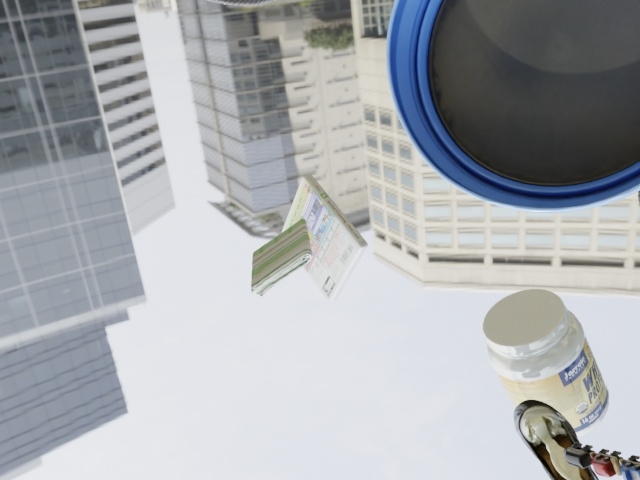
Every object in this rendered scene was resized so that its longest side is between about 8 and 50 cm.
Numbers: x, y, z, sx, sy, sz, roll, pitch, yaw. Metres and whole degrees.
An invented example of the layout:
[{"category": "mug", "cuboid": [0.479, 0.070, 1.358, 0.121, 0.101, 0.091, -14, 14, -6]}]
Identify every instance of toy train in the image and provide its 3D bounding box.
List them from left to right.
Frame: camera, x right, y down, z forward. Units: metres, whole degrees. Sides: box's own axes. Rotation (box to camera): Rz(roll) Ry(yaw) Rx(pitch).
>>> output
[{"category": "toy train", "cuboid": [0.360, 0.280, 0.808, 0.036, 0.027, 0.158, -17, 176, -18]}]

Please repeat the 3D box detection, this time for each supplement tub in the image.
[{"category": "supplement tub", "cuboid": [0.536, 0.296, 1.541, 0.228, 0.316, 0.228, -25, -154, 13]}]

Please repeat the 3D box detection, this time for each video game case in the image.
[{"category": "video game case", "cuboid": [0.000, 0.000, 1.313, 0.023, 0.212, 0.193, -25, -114, -32]}]

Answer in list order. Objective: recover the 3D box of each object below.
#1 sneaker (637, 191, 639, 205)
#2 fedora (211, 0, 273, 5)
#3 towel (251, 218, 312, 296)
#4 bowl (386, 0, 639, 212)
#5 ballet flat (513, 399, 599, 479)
[{"category": "sneaker", "cuboid": [0.741, -0.112, 1.382, 0.102, 0.293, 0.146, -29, -157, -11]}, {"category": "fedora", "cuboid": [-0.096, -0.316, 0.460, 0.243, 0.276, 0.124, -9, -158, -40]}, {"category": "towel", "cuboid": [-0.061, 0.025, 1.032, 0.113, 0.023, 0.152, -33, -160, 9]}, {"category": "bowl", "cuboid": [0.268, -0.227, 0.738, 0.391, 0.391, 0.077, 7, -175, 30]}, {"category": "ballet flat", "cuboid": [0.437, 0.378, 1.197, 0.095, 0.096, 0.280, -33, -149, 4]}]
